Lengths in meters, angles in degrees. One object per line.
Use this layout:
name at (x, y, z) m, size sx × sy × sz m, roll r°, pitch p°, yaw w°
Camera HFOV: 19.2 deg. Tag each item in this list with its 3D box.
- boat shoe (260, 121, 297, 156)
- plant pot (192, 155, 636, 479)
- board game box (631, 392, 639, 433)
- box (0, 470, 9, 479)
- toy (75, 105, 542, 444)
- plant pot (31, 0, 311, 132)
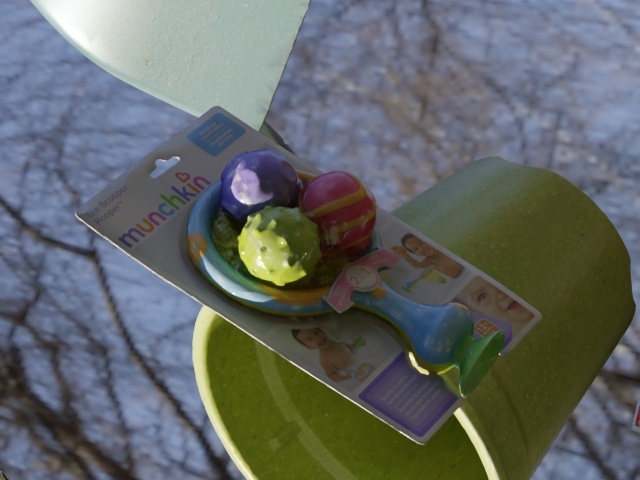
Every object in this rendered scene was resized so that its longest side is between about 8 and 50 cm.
boat shoe at (-0.058, 0.011, 1.877) m, size 0.120 × 0.324 × 0.122 m, roll -16°, pitch -30°, yaw -21°
plant pot at (0.093, 0.075, 1.387) m, size 0.254 × 0.276 × 0.276 m, roll -41°, pitch -50°, yaw -35°
board game box at (0.436, 0.107, 1.666) m, size 0.305 × 0.053 × 0.193 m, roll 13°, pitch -89°, yaw -20°
box at (-0.362, 0.257, 1.630) m, size 0.186 × 0.145 × 0.038 m, roll -42°, pitch -66°, yaw -21°
toy at (0.000, 0.000, 1.051) m, size 0.137 × 0.237 × 0.056 m, roll -41°, pitch -20°, yaw -43°
plant pot at (-0.125, -0.282, 1.658) m, size 0.248 × 0.252 × 0.247 m, roll -82°, pitch 13°, yaw -52°
